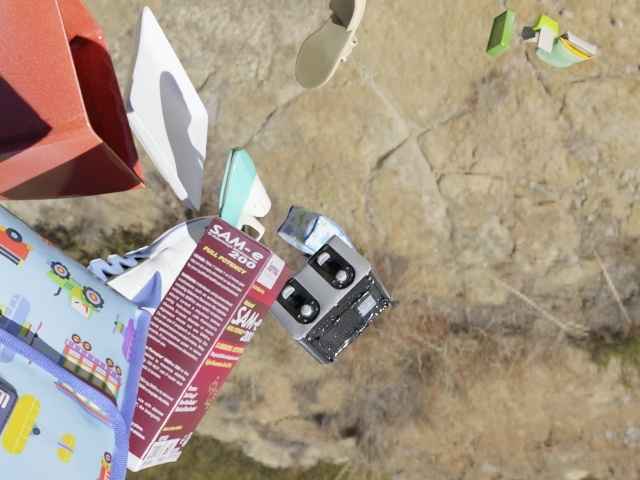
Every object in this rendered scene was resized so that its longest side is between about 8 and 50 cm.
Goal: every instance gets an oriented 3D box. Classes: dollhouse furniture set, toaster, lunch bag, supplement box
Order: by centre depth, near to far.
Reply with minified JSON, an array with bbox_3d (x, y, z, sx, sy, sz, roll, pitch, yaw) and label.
[{"bbox_3d":[-0.236,0.099,0.528,0.138,0.293,0.221,-42,115,12],"label":"lunch bag"},{"bbox_3d":[-0.126,0.104,0.845,0.073,0.239,0.130,30,176,12],"label":"supplement box"},{"bbox_3d":[0.311,-0.267,1.198,0.151,0.059,0.076,21,163,-22],"label":"dollhouse furniture set"},{"bbox_3d":[0.019,0.099,1.367,0.110,0.168,0.186,44,176,29],"label":"toaster"},{"bbox_3d":[0.000,0.000,1.866,0.151,0.096,0.128,32,176,-36],"label":"lunch bag"}]

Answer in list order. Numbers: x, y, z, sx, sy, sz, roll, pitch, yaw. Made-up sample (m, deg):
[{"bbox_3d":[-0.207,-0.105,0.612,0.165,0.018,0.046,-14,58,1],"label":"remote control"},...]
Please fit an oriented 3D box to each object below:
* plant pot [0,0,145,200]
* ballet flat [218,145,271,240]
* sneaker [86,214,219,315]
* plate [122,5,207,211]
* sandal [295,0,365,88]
[{"bbox_3d":[-0.412,-0.191,1.149,0.235,0.267,0.267,-18,167,-1],"label":"plant pot"},{"bbox_3d":[-0.126,-0.047,1.373,0.087,0.083,0.247,18,133,-2],"label":"ballet flat"},{"bbox_3d":[-0.273,0.095,1.488,0.182,0.315,0.127,57,153,14],"label":"sneaker"},{"bbox_3d":[-0.281,-0.231,1.522,0.045,0.278,0.277,-13,138,13],"label":"plate"},{"bbox_3d":[0.038,-0.354,1.485,0.088,0.079,0.240,58,145,17],"label":"sandal"}]
